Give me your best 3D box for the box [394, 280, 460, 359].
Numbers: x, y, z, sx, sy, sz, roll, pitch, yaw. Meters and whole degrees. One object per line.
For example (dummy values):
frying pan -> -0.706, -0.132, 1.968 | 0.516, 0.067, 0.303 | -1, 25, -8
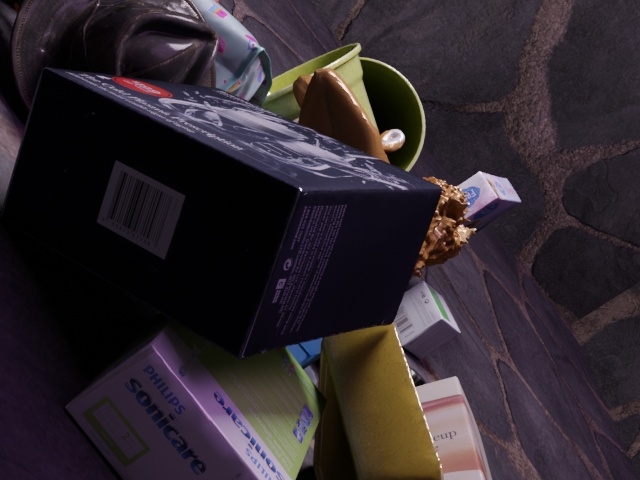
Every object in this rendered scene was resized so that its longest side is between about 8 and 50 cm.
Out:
box -> 0.197, 0.156, 2.249 | 0.087, 0.102, 0.101 | 39, 21, -50

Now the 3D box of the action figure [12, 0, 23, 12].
action figure -> -0.381, -0.413, 1.593 | 0.330, 0.178, 0.341 | 63, 18, -8

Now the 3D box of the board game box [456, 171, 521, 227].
board game box -> 0.234, -0.019, 2.321 | 0.066, 0.318, 0.318 | 58, 16, 9

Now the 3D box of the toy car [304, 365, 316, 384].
toy car -> -0.036, 0.111, 1.607 | 0.155, 0.149, 0.188 | 36, 33, -19

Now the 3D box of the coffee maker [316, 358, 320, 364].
coffee maker -> 0.041, 0.122, 1.820 | 0.171, 0.120, 0.178 | 51, 15, -13

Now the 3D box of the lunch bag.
lunch bag -> -0.193, -0.291, 1.824 | 0.223, 0.160, 0.262 | 41, 1, 5

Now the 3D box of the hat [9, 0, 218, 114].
hat -> -0.219, -0.232, 1.470 | 0.331, 0.134, 0.331 | 9, 78, -47

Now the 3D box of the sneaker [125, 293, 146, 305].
sneaker -> -0.224, 0.029, 1.373 | 0.098, 0.038, 0.069 | 50, 17, -19

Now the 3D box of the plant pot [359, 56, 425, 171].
plant pot -> 0.069, -0.227, 2.446 | 0.275, 0.275, 0.293 | 55, -1, -1

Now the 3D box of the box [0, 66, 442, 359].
box -> -0.101, -0.041, 1.253 | 0.343, 0.179, 0.312 | 27, 15, 26

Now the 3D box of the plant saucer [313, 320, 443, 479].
plant saucer -> 0.053, 0.274, 1.371 | 0.333, 0.081, 0.333 | -106, -165, -50

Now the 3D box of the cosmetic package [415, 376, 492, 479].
cosmetic package -> 0.163, 0.341, 1.621 | 0.296, 0.153, 0.129 | -98, 168, -62

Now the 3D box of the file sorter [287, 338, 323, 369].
file sorter -> -0.051, 0.091, 1.447 | 0.118, 0.170, 0.104 | 55, -1, 33

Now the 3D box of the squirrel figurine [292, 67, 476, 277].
squirrel figurine -> 0.050, -0.081, 1.894 | 0.397, 0.281, 0.370 | 45, 13, 3

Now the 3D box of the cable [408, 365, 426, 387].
cable -> 0.149, 0.262, 2.026 | 0.139, 0.072, 0.287 | 43, -3, 25

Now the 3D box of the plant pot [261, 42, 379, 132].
plant pot -> 0.002, -0.198, 2.183 | 0.254, 0.276, 0.276 | 64, 13, -13

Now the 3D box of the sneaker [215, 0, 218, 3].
sneaker -> -0.234, -0.416, 2.164 | 0.276, 0.097, 0.135 | 58, 13, 5

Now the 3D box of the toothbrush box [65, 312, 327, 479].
toothbrush box -> -0.118, 0.174, 1.231 | 0.206, 0.122, 0.283 | 52, 15, -6
